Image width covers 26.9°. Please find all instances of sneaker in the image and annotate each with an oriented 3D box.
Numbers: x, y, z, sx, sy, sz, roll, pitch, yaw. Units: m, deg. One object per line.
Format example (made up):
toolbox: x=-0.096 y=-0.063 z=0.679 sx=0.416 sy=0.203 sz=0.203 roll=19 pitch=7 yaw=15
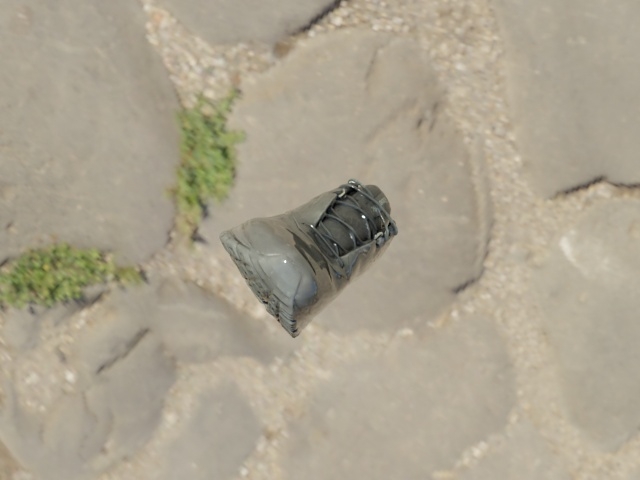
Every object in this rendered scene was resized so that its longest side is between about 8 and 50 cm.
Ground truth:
sneaker: x=0.000 y=0.000 z=1.148 sx=0.130 sy=0.286 sz=0.109 roll=-36 pitch=91 yaw=8
